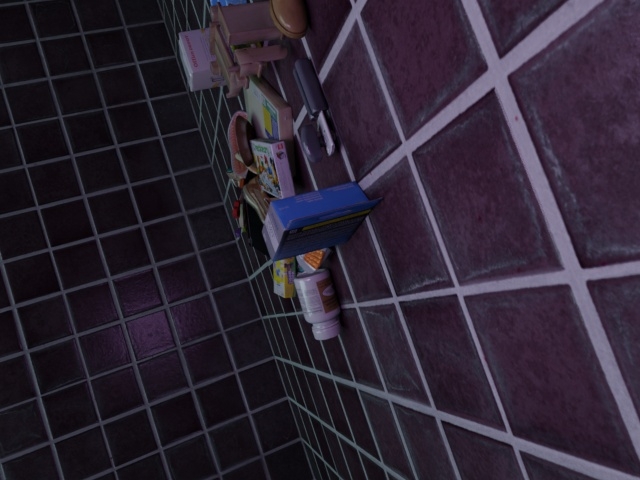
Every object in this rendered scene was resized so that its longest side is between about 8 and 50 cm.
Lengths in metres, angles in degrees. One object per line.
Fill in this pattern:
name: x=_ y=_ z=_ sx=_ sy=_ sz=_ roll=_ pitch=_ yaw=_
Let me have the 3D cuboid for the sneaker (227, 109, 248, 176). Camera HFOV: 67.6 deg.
sneaker: x=-0.363 y=-0.452 z=2.174 sx=0.121 sy=0.108 sz=0.302 roll=-97 pitch=13 yaw=-59

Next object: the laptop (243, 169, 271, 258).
laptop: x=-0.219 y=-0.129 z=2.200 sx=0.382 sy=0.236 sz=0.408 roll=94 pitch=-179 yaw=-48

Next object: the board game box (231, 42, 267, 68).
board game box: x=-0.258 y=-0.675 z=1.668 sx=0.043 sy=0.092 sz=0.181 roll=112 pitch=137 yaw=-62

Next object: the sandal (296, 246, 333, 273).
sandal: x=0.007 y=0.007 z=1.566 sx=0.102 sy=0.076 sz=0.265 roll=49 pitch=134 yaw=21

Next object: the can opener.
can opener: x=-0.024 y=-0.352 z=1.283 sx=0.074 sy=0.093 sz=0.280 roll=138 pitch=118 yaw=-72

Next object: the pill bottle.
pill bottle: x=-0.002 y=0.224 z=1.682 sx=0.131 sy=0.131 sz=0.229 roll=-178 pitch=71 yaw=-72

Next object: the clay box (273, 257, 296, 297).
clay box: x=-0.138 y=0.099 z=1.825 sx=0.127 sy=0.053 sz=0.222 roll=-170 pitch=79 yaw=-65

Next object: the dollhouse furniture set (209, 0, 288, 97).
dollhouse furniture set: x=-0.228 y=-0.568 z=1.531 sx=0.355 sy=0.174 sz=0.303 roll=121 pitch=130 yaw=-66

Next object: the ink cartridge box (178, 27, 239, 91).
ink cartridge box: x=-0.425 y=-0.722 z=1.895 sx=0.168 sy=0.233 sz=0.171 roll=146 pitch=106 yaw=-72

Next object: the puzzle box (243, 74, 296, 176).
puzzle box: x=-0.195 y=-0.442 z=1.768 sx=0.409 sy=0.052 sz=0.272 roll=-125 pitch=25 yaw=-43

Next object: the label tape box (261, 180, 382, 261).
label tape box: x=-0.010 y=-0.064 z=1.252 sx=0.333 sy=0.241 sz=0.106 roll=123 pitch=129 yaw=-67

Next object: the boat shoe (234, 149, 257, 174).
boat shoe: x=-0.287 y=-0.346 z=2.065 sx=0.223 sy=0.080 sz=0.073 roll=37 pitch=115 yaw=33

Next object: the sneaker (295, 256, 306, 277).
sneaker: x=-0.072 y=0.103 z=1.879 sx=0.275 sy=0.107 sz=0.110 roll=162 pitch=106 yaw=-65

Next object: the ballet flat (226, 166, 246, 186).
ballet flat: x=-0.416 y=-0.327 z=2.463 sx=0.316 sy=0.108 sz=0.106 roll=-153 pitch=49 yaw=-68

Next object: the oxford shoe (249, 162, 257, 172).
oxford shoe: x=-0.257 y=-0.367 z=1.964 sx=0.098 sy=0.097 sz=0.271 roll=99 pitch=149 yaw=-41

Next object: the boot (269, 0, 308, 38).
boot: x=-0.066 y=-0.651 z=1.115 sx=0.269 sy=0.089 sz=0.236 roll=136 pitch=115 yaw=-69

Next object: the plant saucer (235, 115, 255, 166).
plant saucer: x=-0.282 y=-0.385 z=1.845 sx=0.198 sy=0.036 sz=0.198 roll=-8 pitch=-90 yaw=-82

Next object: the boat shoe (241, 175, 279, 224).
boat shoe: x=-0.182 y=-0.129 z=1.888 sx=0.324 sy=0.120 sz=0.122 roll=49 pitch=-159 yaw=11

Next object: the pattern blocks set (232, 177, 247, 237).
pattern blocks set: x=-0.349 y=-0.158 z=2.201 sx=0.285 sy=0.026 sz=0.325 roll=93 pitch=-178 yaw=-49

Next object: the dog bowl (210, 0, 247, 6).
dog bowl: x=-0.344 y=-0.880 z=1.766 sx=0.297 sy=0.074 sz=0.166 roll=-128 pitch=27 yaw=-47

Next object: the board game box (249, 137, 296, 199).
board game box: x=-0.174 y=-0.261 z=1.699 sx=0.305 sy=0.053 sz=0.193 roll=-148 pitch=44 yaw=-65
